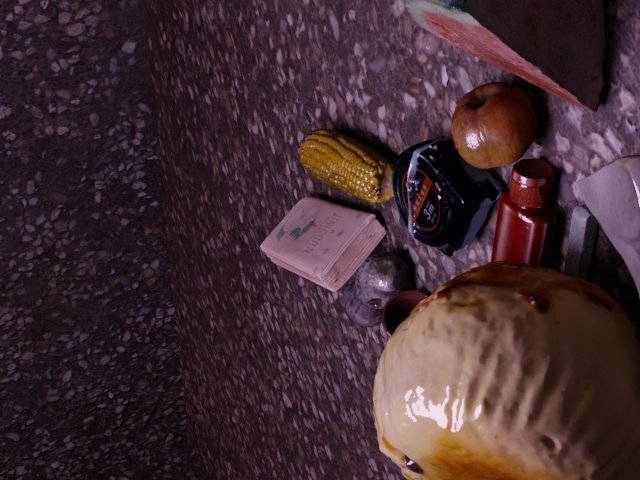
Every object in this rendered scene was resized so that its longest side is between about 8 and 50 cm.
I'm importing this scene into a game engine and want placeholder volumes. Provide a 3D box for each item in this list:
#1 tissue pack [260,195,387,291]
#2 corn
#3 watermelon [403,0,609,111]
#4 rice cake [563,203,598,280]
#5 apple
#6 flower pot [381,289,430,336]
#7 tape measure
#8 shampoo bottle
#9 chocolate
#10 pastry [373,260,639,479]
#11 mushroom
[{"bbox_3d":[0.000,0.000,2.039,0.071,0.170,0.325,47,168,-25],"label":"tissue pack"},{"bbox_3d":[0.049,-0.150,1.896,0.318,0.115,0.115,31,132,59],"label":"corn"},{"bbox_3d":[0.220,-0.283,1.213,0.283,0.250,0.293,152,103,-70],"label":"watermelon"},{"bbox_3d":[0.363,0.028,1.368,0.033,0.029,0.171,42,141,46],"label":"rice cake"},{"bbox_3d":[0.251,-0.165,1.395,0.102,0.126,0.126,57,167,-29],"label":"apple"},{"bbox_3d":[0.168,0.159,1.839,0.089,0.111,0.111,91,156,-67],"label":"flower pot"},{"bbox_3d":[0.198,-0.079,1.588,0.181,0.107,0.182,60,154,25],"label":"tape measure"},{"bbox_3d":[0.300,0.004,1.452,0.102,0.064,0.260,49,147,47],"label":"shampoo bottle"},{"bbox_3d":[0.110,0.097,1.921,0.110,0.110,0.248,67,157,17],"label":"chocolate"},{"bbox_3d":[0.265,0.201,1.313,0.388,0.313,0.389,21,148,14],"label":"pastry"},{"bbox_3d":[0.429,0.089,1.131,0.177,0.126,0.397,138,114,-77],"label":"mushroom"}]
